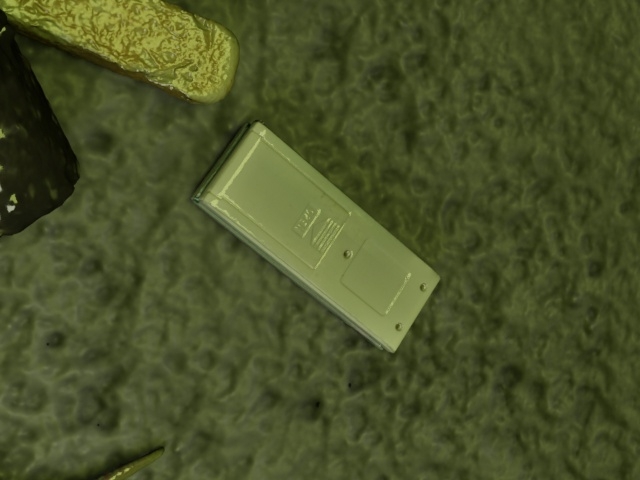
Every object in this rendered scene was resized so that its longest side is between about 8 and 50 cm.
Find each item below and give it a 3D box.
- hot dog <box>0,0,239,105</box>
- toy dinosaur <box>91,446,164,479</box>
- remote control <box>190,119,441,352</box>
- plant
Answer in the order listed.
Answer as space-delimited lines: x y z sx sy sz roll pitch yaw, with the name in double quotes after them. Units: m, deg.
-0.194 -0.201 0.933 0.242 0.073 0.084 19 86 -25 "hot dog"
-0.287 0.252 0.913 0.251 0.072 0.200 22 73 -15 "toy dinosaur"
0.000 0.000 1.046 0.277 0.055 0.103 40 76 -23 "remote control"
-0.339 -0.151 0.806 0.181 0.194 0.321 -28 115 -4 "plant"
